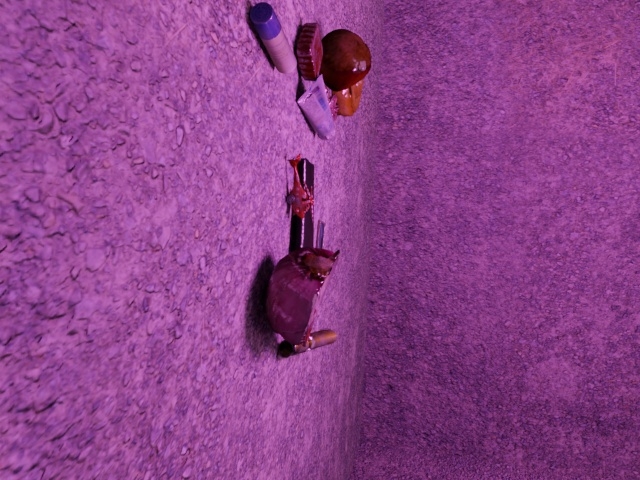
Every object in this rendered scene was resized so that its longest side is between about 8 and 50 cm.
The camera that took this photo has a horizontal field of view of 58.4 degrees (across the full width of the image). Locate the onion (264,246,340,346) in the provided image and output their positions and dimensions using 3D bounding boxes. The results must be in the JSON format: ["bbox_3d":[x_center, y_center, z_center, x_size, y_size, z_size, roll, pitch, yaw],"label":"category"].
[{"bbox_3d":[-0.077,0.167,1.590,0.267,0.159,0.348,-58,169,-48],"label":"onion"}]

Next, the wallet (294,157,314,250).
[{"bbox_3d":[-0.053,-0.099,1.850,0.170,0.044,0.321,-2,93,-79],"label":"wallet"}]

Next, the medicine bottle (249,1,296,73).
[{"bbox_3d":[-0.111,-0.486,1.391,0.231,0.059,0.059,49,46,-74],"label":"medicine bottle"}]

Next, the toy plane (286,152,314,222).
[{"bbox_3d":[-0.067,-0.152,1.698,0.194,0.077,0.126,71,21,-44],"label":"toy plane"}]

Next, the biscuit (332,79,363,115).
[{"bbox_3d":[0.117,-0.651,2.325,0.296,0.102,0.296,7,90,-78],"label":"biscuit"}]

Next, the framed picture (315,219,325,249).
[{"bbox_3d":[0.000,0.000,2.204,0.109,0.011,0.149,22,73,-78],"label":"framed picture"}]

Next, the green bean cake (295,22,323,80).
[{"bbox_3d":[-0.034,-0.570,1.733,0.135,0.056,0.135,77,23,-56],"label":"green bean cake"}]

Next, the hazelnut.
[{"bbox_3d":[0.064,-0.603,1.942,0.208,0.208,0.208,4,90,-78],"label":"hazelnut"}]

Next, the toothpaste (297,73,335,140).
[{"bbox_3d":[-0.008,-0.421,1.865,0.114,0.073,0.299,-46,161,-5],"label":"toothpaste"}]

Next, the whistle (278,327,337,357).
[{"bbox_3d":[-0.037,0.329,1.867,0.326,0.068,0.057,2,84,-66],"label":"whistle"}]

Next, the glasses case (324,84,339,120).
[{"bbox_3d":[0.024,-0.459,2.010,0.193,0.070,0.102,50,46,-73],"label":"glasses case"}]
